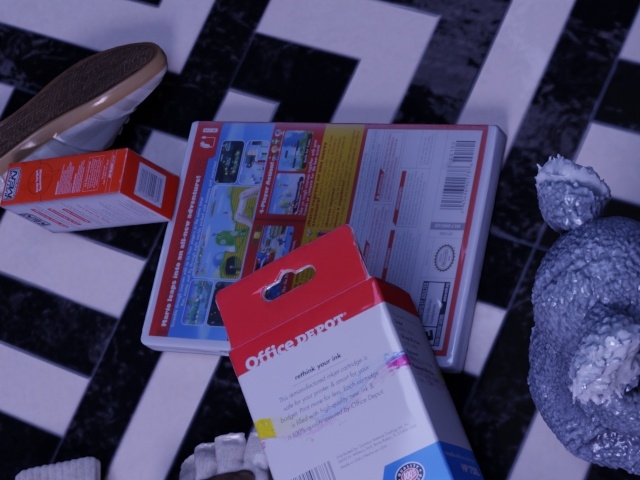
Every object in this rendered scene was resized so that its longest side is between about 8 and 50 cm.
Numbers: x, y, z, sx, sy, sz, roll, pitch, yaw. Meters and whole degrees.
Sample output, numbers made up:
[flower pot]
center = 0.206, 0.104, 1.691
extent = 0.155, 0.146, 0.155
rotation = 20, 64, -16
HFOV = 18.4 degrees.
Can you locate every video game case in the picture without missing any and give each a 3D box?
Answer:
[video game case]
center = 0.000, 0.000, 1.602
extent = 0.285, 0.025, 0.204
rotation = 3, 71, 28

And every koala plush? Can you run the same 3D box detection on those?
[koala plush]
center = 0.211, 0.055, 1.352
extent = 0.203, 0.221, 0.196
rotation = -16, 63, 21

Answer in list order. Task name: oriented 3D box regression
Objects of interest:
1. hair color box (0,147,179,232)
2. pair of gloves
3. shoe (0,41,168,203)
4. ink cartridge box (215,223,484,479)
[hair color box]
center = -0.197, -0.041, 1.678
extent = 0.141, 0.072, 0.043
rotation = -6, 67, 36
[pair of gloves]
center = -0.146, 0.246, 1.529
extent = 0.240, 0.042, 0.204
rotation = -8, 51, 16
[shoe]
center = -0.224, -0.102, 1.749
extent = 0.219, 0.058, 0.076
rotation = -31, 38, 8
[ink cartridge box]
center = 0.022, 0.120, 1.485
extent = 0.134, 0.078, 0.231
rotation = -28, 67, 18
